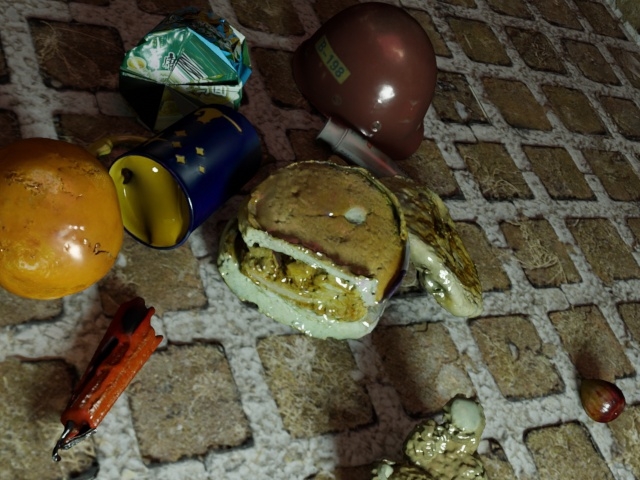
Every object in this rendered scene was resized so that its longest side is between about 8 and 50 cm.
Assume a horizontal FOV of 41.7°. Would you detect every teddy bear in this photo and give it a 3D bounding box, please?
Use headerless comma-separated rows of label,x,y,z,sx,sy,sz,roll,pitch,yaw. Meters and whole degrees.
teddy bear,0.168,0.396,1.311,0.256,0.156,0.267,-22,98,-48

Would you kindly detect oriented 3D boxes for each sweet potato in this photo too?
sweet potato,-0.157,-0.157,1.645,0.153,0.038,0.041,3,31,-23

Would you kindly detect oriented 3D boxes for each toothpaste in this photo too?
toothpaste,0.138,-0.154,1.825,0.323,0.066,0.100,33,13,-9

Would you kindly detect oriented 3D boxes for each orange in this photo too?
orange,-0.403,-0.032,1.225,0.240,0.240,0.240,19,46,-21

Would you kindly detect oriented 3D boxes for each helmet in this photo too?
helmet,0.141,-0.404,1.922,0.338,0.230,0.384,-2,55,-37

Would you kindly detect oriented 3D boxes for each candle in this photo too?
candle,-0.313,0.196,1.221,0.084,0.059,0.301,24,41,2

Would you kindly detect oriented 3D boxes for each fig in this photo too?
fig,0.559,0.311,1.714,0.089,0.088,0.125,-2,35,-36

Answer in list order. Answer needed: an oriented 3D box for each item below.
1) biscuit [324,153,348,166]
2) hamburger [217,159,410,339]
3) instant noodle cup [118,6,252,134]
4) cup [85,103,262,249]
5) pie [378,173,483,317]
biscuit,0.079,-0.103,1.750,0.188,0.052,0.056,44,26,5
hamburger,0.000,0.000,1.482,0.318,0.195,0.276,28,48,-3
instant noodle cup,-0.249,-0.328,1.602,0.240,0.240,0.178,27,36,-13
cup,-0.260,-0.149,1.465,0.255,0.178,0.256,41,40,0
pie,0.223,0.006,1.660,0.339,0.077,0.339,43,23,-24
